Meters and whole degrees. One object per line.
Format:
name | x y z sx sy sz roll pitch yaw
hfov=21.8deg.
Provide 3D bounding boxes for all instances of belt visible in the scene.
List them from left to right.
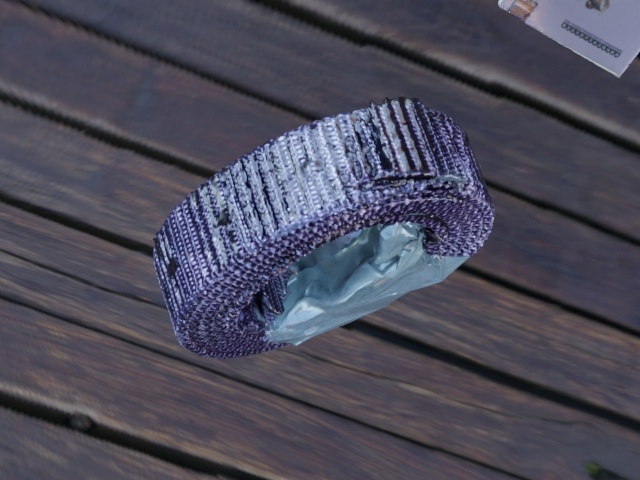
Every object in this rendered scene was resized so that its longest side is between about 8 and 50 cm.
belt | 0.000 0.000 1.480 0.260 0.325 0.122 12 50 -52

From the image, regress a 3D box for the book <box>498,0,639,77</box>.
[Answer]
book | 0.244 -0.232 1.352 0.127 0.014 0.181 27 120 -15
